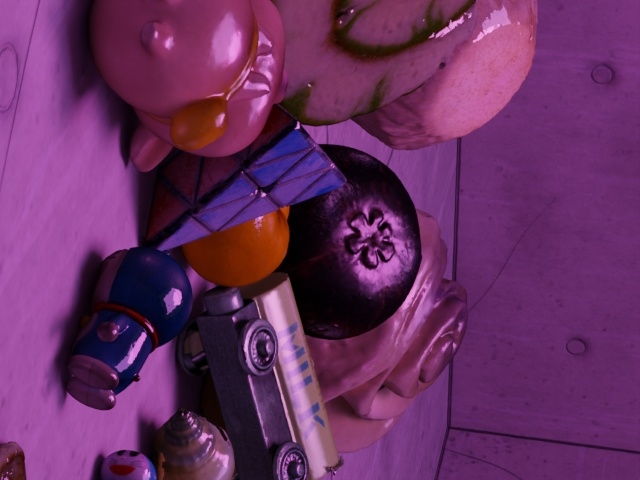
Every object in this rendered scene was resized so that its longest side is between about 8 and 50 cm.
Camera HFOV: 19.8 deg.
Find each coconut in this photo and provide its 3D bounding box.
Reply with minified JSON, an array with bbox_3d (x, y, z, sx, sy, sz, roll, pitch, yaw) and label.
[{"bbox_3d":[0.088,-0.270,2.098,0.329,0.329,0.329,7,90,-80],"label":"coconut"}]

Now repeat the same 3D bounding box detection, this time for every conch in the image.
[{"bbox_3d":[-0.127,0.223,1.774,0.201,0.079,0.095,112,-20,-56],"label":"conch"}]

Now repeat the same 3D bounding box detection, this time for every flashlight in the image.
[{"bbox_3d":[-0.178,0.236,1.573,0.051,0.051,0.129,85,18,-49],"label":"flashlight"}]

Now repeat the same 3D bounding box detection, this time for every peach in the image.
[{"bbox_3d":[-0.080,-0.045,1.783,0.179,0.103,0.179,6,90,-83],"label":"peach"}]

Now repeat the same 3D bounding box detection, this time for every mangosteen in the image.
[{"bbox_3d":[-0.002,-0.003,2.004,0.216,0.216,0.216,7,90,-80],"label":"mangosteen"}]

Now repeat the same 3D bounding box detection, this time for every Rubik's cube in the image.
[{"bbox_3d":[-0.027,-0.072,1.652,0.178,0.190,0.211,15,82,-38],"label":"Rubik's cube"}]

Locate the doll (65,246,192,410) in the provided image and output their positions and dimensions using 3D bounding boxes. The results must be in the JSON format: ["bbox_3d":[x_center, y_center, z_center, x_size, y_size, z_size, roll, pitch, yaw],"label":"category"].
[{"bbox_3d":[-0.157,0.064,1.502,0.114,0.085,0.152,107,8,-55],"label":"doll"}]

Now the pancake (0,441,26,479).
[{"bbox_3d":[-0.233,0.198,1.334,0.108,0.017,0.108,7,90,-84],"label":"pancake"}]

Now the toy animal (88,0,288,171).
[{"bbox_3d":[-0.106,-0.149,1.472,0.248,0.149,0.165,81,30,-78],"label":"toy animal"}]

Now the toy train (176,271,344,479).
[{"bbox_3d":[-0.051,0.153,1.871,0.157,0.105,0.253,-33,112,-52],"label":"toy train"}]

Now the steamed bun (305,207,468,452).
[{"bbox_3d":[0.064,0.098,2.280,0.394,0.237,0.346,80,20,-59],"label":"steamed bun"}]

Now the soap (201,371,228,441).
[{"bbox_3d":[-0.072,0.176,2.040,0.233,0.076,0.135,18,80,-81],"label":"soap"}]

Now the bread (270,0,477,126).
[{"bbox_3d":[0.054,-0.281,1.758,0.366,0.129,0.382,-44,151,0],"label":"bread"}]
